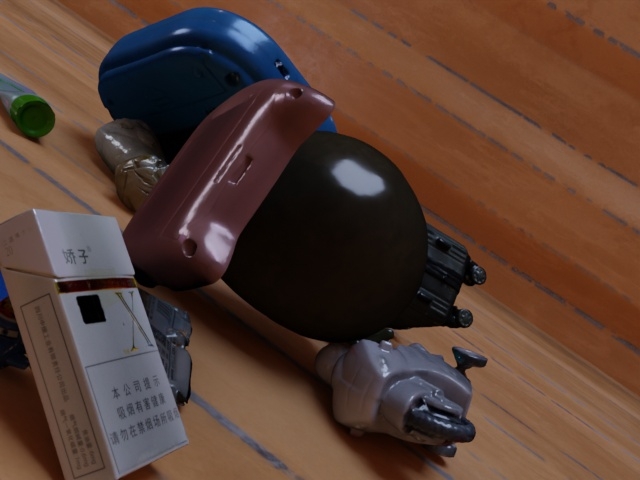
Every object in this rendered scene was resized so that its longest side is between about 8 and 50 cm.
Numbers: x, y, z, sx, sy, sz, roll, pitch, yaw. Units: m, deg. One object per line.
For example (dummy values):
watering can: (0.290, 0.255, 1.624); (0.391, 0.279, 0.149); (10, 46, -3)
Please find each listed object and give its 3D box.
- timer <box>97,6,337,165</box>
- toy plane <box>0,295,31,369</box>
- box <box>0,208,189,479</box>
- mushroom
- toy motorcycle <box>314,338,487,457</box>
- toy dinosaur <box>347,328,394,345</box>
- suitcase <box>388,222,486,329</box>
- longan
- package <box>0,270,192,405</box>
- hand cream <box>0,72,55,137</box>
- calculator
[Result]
timer: (-0.158, -0.183, 1.145); (0.340, 0.115, 0.309); (-4, -40, 42)
toy plane: (-0.182, 0.043, 0.507); (0.054, 0.062, 0.167); (32, 14, -1)
box: (-0.134, 0.060, 0.456); (0.084, 0.040, 0.154); (1, 69, -70)
mushroom: (-0.245, -0.100, 1.042); (0.092, 0.081, 0.223); (54, -2, -35)
toy motorcycle: (0.075, 0.146, 0.786); (0.170, 0.110, 0.260); (20, 2, 7)
toy dinosaur: (-0.008, 0.099, 1.003); (0.187, 0.087, 0.179); (46, -32, -13)
suitcase: (0.059, 0.021, 1.090); (0.312, 0.128, 0.202); (29, -19, -22)
longan: (0.000, 0.000, 0.817); (0.246, 0.246, 0.215); (37, 54, 22)
package: (-0.179, 0.053, 0.621); (0.173, 0.027, 0.171); (28, 13, -15)
hand cream: (-0.425, -0.202, 1.096); (0.275, 0.050, 0.079); (38, -18, 54)
calculator: (-0.110, -0.055, 0.714); (0.048, 0.220, 0.329); (36, -11, -21)
